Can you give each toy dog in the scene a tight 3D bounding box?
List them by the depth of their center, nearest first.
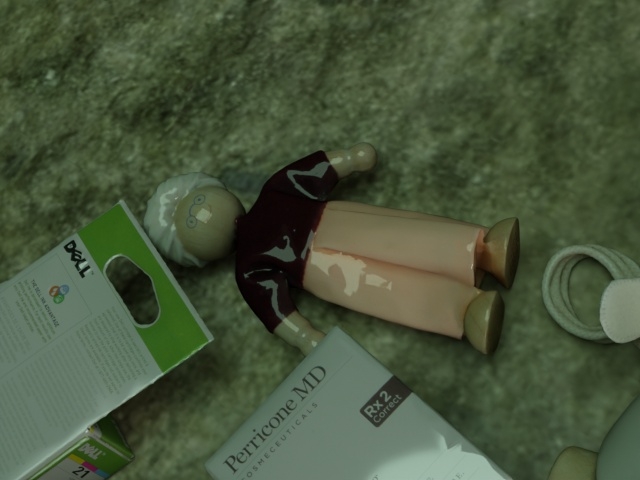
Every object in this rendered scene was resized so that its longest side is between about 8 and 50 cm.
[{"bbox_3d":[0.267,0.110,0.795,0.220,0.161,0.334,-2,64,16],"label":"toy dog"}]

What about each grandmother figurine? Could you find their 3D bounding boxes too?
[{"bbox_3d":[0.000,0.000,0.973,0.342,0.104,0.208,10,60,19],"label":"grandmother figurine"}]

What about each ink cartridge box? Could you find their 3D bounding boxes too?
[{"bbox_3d":[-0.227,0.117,0.989,0.255,0.097,0.189,-36,59,-3],"label":"ink cartridge box"}]

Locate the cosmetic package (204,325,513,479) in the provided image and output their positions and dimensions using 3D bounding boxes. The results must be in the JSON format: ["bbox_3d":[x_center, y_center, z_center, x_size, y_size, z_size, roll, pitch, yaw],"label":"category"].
[{"bbox_3d":[0.041,0.196,0.830,0.151,0.151,0.183,-46,60,-9],"label":"cosmetic package"}]
